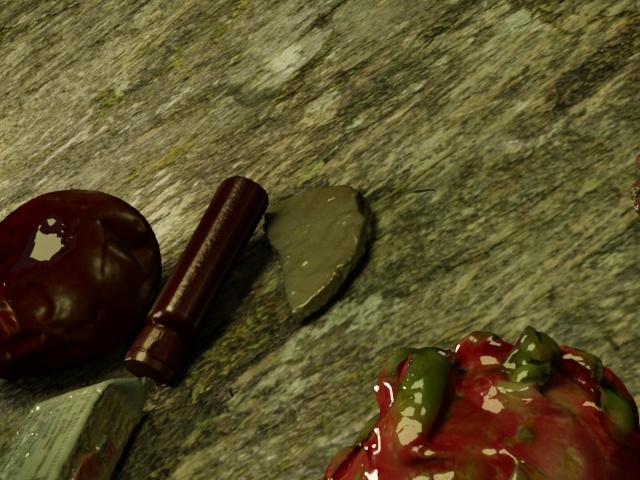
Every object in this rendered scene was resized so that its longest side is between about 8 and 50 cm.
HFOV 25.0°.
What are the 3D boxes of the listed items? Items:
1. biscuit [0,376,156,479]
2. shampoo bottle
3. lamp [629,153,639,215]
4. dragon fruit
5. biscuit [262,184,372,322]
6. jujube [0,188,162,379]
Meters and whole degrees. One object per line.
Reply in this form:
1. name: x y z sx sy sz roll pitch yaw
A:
1. biscuit: -0.303 0.272 1.568 0.186 0.079 0.309 -21 33 33
2. shampoo bottle: -0.146 0.049 1.701 0.260 0.064 0.102 -63 8 -26
3. lamp: 0.324 -0.056 1.370 0.063 0.031 0.083 -15 39 40
4. dragon fruit: 0.105 0.203 1.032 0.303 0.231 0.237 -48 39 4
5. biscuit: 0.002 -0.003 1.666 0.133 0.032 0.250 -35 28 7
6. jujube: -0.342 0.060 1.814 0.318 0.223 0.223 -26 29 37
